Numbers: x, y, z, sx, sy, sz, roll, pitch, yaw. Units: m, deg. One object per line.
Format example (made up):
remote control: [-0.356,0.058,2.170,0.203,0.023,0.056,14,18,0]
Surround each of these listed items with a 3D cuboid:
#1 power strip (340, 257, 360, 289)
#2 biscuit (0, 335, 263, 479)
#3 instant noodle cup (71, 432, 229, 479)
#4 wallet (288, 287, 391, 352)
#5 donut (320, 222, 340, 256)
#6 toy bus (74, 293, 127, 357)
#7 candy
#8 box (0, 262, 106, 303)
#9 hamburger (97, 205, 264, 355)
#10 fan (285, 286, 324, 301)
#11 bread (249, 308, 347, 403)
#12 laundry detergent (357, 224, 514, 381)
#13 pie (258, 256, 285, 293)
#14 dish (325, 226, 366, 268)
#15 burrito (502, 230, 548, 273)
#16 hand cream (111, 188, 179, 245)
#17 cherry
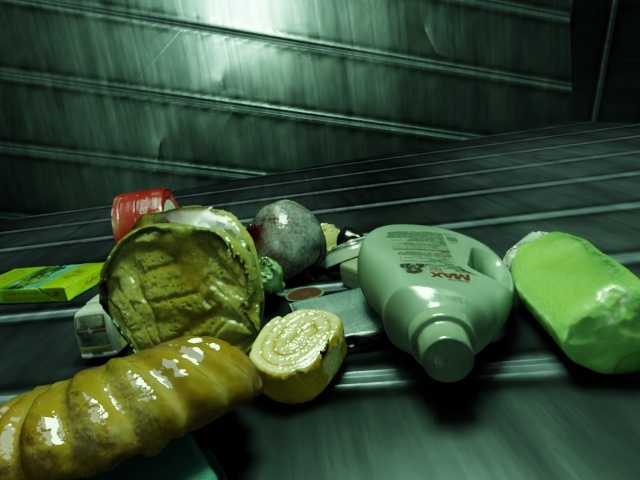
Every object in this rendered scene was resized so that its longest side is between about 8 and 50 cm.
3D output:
power strip: [0.183,0.043,1.177,0.288,0.053,0.093,-19,18,-28]
biscuit: [-0.233,0.190,0.627,0.326,0.107,0.326,-16,-6,-2]
instant noodle cup: [-0.178,0.270,0.544,0.179,0.070,0.157,-16,18,-28]
wallet: [0.034,0.141,0.946,0.167,0.036,0.222,-12,14,-8]
donut: [0.005,-0.001,1.409,0.108,0.065,0.166,-2,17,22]
toy bus: [-0.388,0.136,1.070,0.092,0.106,0.268,-8,15,10]
candy: [0.390,0.081,0.807,0.142,0.132,0.343,-50,4,16]
box: [-0.776,0.119,1.468,0.335,0.047,0.187,-4,16,16]
hamburger: [-0.224,0.084,0.883,0.266,0.284,0.134,-8,-2,1]
fan: [-0.023,0.119,1.110,0.085,0.005,0.133,-15,16,-22]
bread: [-0.034,0.160,0.776,0.122,0.073,0.149,10,38,28]
laundry detergent: [0.188,0.087,0.827,0.264,0.124,0.398,7,17,2]
pie: [-0.215,0.059,1.101,0.303,0.066,0.302,10,-11,2]
dish: [0.066,0.006,1.238,0.141,0.078,0.141,-21,-4,-2]
burrito: [0.421,0.027,1.084,0.064,0.064,0.203,6,22,43]
hand cream: [-0.492,-0.036,1.534,0.149,0.230,0.230,-8,15,2]
cherry: [-0.077,0.000,1.233,0.195,0.195,0.195,-8,15,2]
